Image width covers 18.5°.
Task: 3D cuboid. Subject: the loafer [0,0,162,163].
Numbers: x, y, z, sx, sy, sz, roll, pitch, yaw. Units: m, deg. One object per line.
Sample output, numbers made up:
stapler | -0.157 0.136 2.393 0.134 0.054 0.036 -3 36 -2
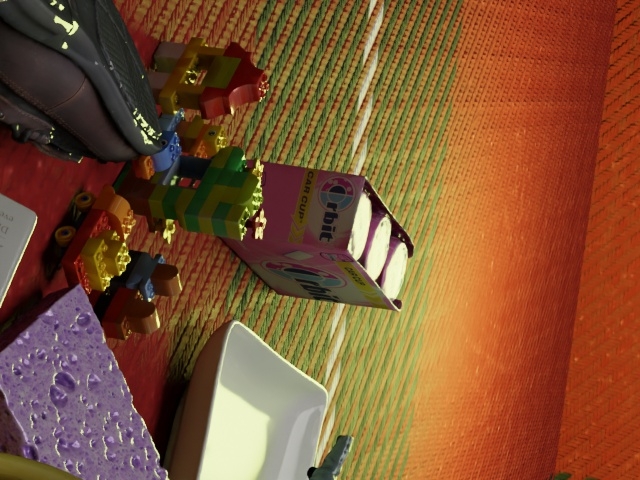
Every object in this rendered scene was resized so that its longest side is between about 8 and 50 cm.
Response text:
loafer | -0.166 -0.109 1.043 0.302 0.095 0.109 55 16 -71

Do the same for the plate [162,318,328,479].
plate | -0.075 0.219 1.511 0.277 0.045 0.278 47 54 -69

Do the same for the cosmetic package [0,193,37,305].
cosmetic package | -0.221 0.068 0.842 0.085 0.117 0.231 -35 -150 58

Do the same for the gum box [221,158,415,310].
gum box | 0.000 0.000 1.535 0.188 0.107 0.062 49 51 -67

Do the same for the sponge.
sponge | -0.135 0.143 1.170 0.210 0.031 0.117 66 27 -13

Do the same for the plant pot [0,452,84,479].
plant pot | -0.172 0.258 0.947 0.239 0.254 0.254 100 8 -62

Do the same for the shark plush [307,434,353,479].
shark plush | -0.001 0.234 1.561 0.073 0.067 0.161 80 26 -46

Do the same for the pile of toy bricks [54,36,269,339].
pile of toy bricks | -0.083 -0.026 1.269 0.118 0.105 0.212 80 25 -45
